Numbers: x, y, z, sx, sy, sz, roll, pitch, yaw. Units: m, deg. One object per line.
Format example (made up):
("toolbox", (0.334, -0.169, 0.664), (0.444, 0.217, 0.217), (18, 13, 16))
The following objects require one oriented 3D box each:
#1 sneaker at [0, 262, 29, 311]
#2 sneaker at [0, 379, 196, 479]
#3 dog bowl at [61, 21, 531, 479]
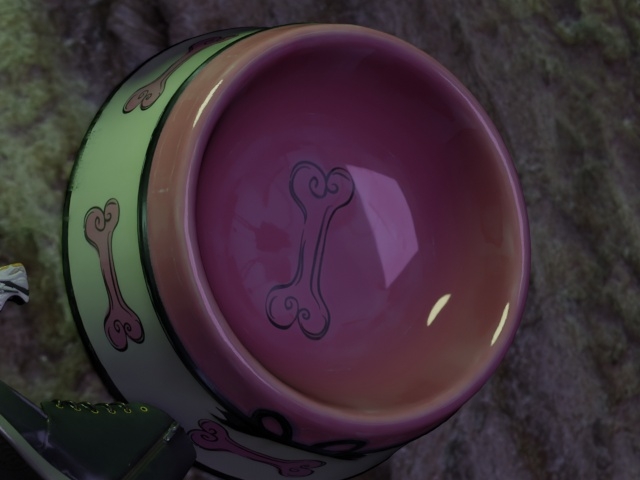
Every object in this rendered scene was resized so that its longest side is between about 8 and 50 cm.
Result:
("sneaker", (-0.265, 0.043, 1.366), (0.083, 0.032, 0.037), (-15, 88, -32))
("sneaker", (-0.204, 0.147, 1.365), (0.222, 0.083, 0.118), (44, 49, -16))
("dog bowl", (0.000, 0.000, 1.465), (0.408, 0.150, 0.408), (7, 77, -30))
